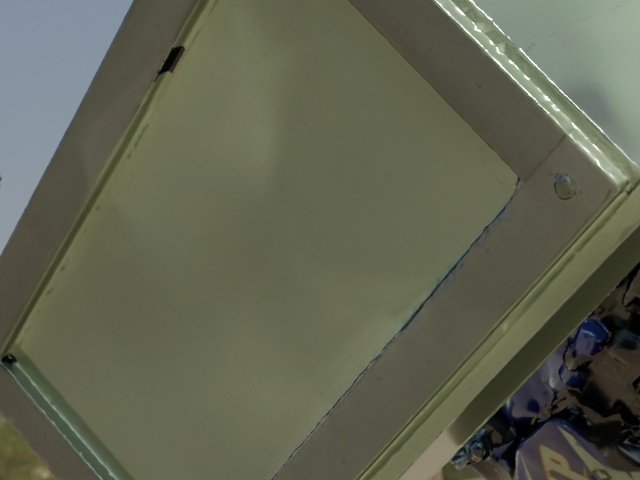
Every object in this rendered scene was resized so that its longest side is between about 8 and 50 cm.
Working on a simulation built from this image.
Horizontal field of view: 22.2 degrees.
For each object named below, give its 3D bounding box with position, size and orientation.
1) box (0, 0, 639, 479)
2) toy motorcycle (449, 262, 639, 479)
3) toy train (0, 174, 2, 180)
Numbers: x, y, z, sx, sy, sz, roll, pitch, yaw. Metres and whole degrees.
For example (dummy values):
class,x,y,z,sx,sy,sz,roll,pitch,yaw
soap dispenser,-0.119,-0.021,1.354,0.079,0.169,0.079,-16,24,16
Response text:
class,x,y,z,sx,sy,sz,roll,pitch,yaw
box,0.000,0.000,0.448,0.086,0.129,0.225,-30,-18,-46
toy motorcycle,0.115,0.042,0.621,0.169,0.315,0.113,22,53,29
toy train,-0.180,-0.088,0.529,0.055,0.048,0.252,-8,-44,15
